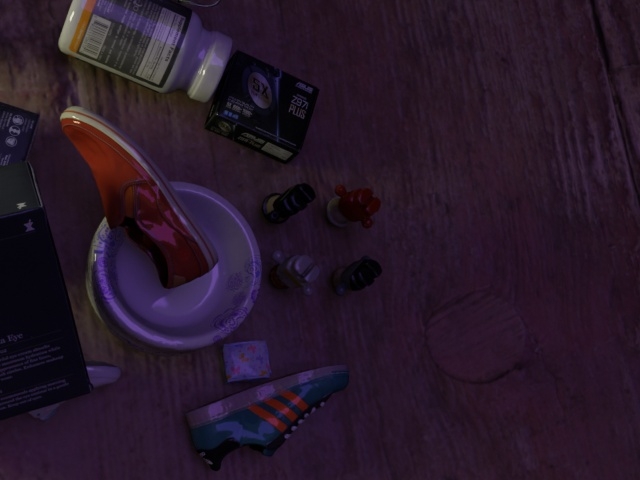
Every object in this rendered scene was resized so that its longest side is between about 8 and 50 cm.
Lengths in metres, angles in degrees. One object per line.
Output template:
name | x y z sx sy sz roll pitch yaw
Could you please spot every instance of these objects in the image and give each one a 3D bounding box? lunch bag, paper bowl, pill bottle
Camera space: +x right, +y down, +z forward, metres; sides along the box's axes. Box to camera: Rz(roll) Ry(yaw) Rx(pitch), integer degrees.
lunch bag | -0.132 0.216 1.515 0.083 0.053 0.071 -6 76 -16
paper bowl | -0.253 0.053 1.449 0.284 0.148 0.284 7 72 -23
pill bottle | -0.310 -0.359 1.529 0.278 0.162 0.162 21 68 -19

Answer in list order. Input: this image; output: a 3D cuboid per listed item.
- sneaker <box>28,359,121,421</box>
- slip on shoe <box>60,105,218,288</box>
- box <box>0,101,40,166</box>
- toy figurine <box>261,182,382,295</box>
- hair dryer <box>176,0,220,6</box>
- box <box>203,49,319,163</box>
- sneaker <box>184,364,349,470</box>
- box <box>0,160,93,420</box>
sneaker | -0.427 0.241 1.369 0.212 0.080 0.094 -2 88 -18
slip on shoe | -0.293 -0.065 1.318 0.101 0.123 0.331 -41 100 -24
box | -0.559 -0.091 1.352 0.163 0.142 0.247 17 71 -21
toy figurine | 0.000 0.000 1.590 0.213 0.148 0.209 1 82 -27
hair dryer | -0.303 -0.528 1.575 0.293 0.080 0.223 13 35 0
box | -0.111 -0.253 1.638 0.180 0.077 0.147 23 67 -17
sneaker | -0.078 0.305 1.490 0.302 0.108 0.121 -17 84 -19
box | -0.528 0.093 1.185 0.343 0.179 0.312 -15 122 -18
